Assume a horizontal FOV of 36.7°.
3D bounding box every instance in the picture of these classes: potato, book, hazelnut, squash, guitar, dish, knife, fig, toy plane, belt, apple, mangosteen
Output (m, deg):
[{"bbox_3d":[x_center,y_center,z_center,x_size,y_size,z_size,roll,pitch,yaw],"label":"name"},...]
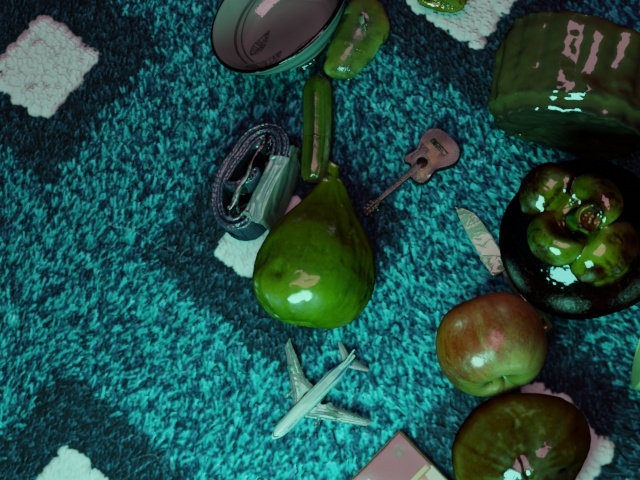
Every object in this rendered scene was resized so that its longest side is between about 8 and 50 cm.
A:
[{"bbox_3d":[0.072,-0.411,1.969,0.105,0.085,0.188,31,86,10],"label":"potato"},{"bbox_3d":[0.169,0.484,1.750,0.162,0.022,0.232,-45,74,-2],"label":"book"},{"bbox_3d":[0.347,0.368,1.658,0.251,0.217,0.217,-33,73,0],"label":"hazelnut"},{"bbox_3d":[-0.007,-0.226,1.945,0.066,0.066,0.229,0,76,9],"label":"squash"},{"bbox_3d":[0.174,-0.127,1.908,0.233,0.025,0.088,-41,73,-2],"label":"guitar"},{"bbox_3d":[-0.067,-0.443,1.967,0.316,0.106,0.316,-15,56,22],"label":"dish"},{"bbox_3d":[0.343,0.051,1.838,0.047,0.017,0.298,-33,73,6],"label":"knife"},{"bbox_3d":[0.015,0.026,1.794,0.233,0.233,0.314,34,78,16],"label":"fig"},{"bbox_3d":[-0.008,0.290,1.812,0.226,0.058,0.226,43,89,15],"label":"toy plane"},{"bbox_3d":[-0.128,-0.117,1.903,0.139,0.126,0.230,21,79,16],"label":"belt"},{"bbox_3d":[0.302,0.184,1.716,0.209,0.209,0.164,-14,61,6],"label":"apple"},{"bbox_3d":[0.445,-0.014,1.690,0.313,0.297,0.297,36,81,-27],"label":"mangosteen"}]

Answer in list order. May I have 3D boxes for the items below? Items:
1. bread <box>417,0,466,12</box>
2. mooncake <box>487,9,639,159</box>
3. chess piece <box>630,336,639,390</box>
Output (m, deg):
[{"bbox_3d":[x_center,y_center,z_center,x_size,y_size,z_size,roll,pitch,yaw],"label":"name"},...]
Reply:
[{"bbox_3d":[0.265,-0.572,1.979,0.114,0.083,0.211,15,78,7],"label":"bread"},{"bbox_3d":[0.464,-0.271,1.752,0.324,0.324,0.187,12,82,12],"label":"mooncake"},{"bbox_3d":[0.688,0.227,1.681,0.251,0.144,0.144,17,79,8],"label":"chess piece"}]
